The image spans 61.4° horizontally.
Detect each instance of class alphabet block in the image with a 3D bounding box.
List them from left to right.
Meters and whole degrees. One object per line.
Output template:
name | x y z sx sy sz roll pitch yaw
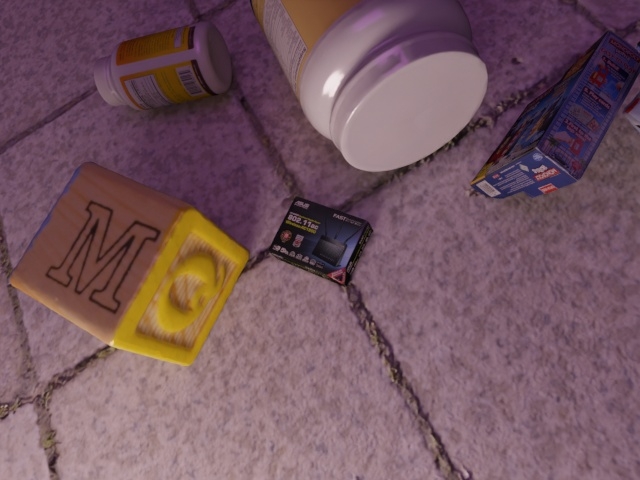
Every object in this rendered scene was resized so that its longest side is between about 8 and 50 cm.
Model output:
alphabet block | -0.251 0.035 0.744 0.197 0.192 0.194 22 79 25

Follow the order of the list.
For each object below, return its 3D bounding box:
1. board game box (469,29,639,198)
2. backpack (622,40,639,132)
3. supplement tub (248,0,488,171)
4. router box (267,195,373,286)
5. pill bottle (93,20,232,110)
board game box | 0.289 -0.143 0.652 0.060 0.194 0.194 38 83 -1
backpack | 0.467 -0.140 0.544 0.263 0.276 0.213 43 125 28
supplement tub | 0.055 -0.286 0.741 0.240 0.241 0.332 -28 64 6
router box | 0.000 0.000 0.759 0.122 0.038 0.092 20 76 24
pill bottle | -0.268 -0.289 0.914 0.214 0.117 0.117 -7 68 15
